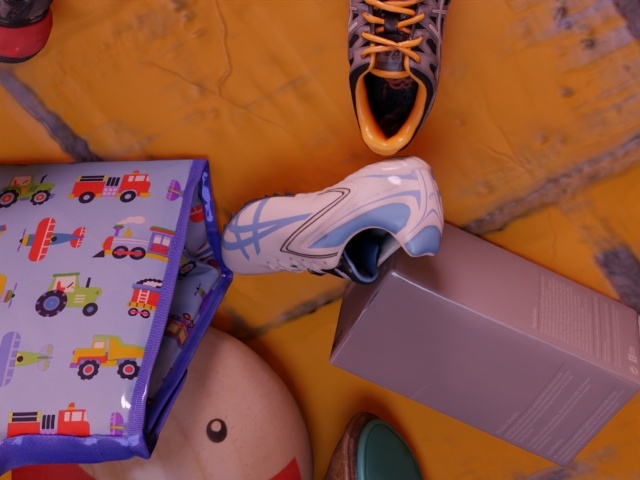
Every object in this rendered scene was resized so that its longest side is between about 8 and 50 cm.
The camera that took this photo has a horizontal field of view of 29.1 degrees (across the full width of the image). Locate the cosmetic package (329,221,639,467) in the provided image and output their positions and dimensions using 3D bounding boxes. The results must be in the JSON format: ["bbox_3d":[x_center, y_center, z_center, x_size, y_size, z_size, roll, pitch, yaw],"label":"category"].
[{"bbox_3d":[0.140,0.082,1.048,0.238,0.107,0.127,28,128,-8],"label":"cosmetic package"}]

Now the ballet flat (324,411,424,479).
[{"bbox_3d":[0.066,0.302,1.249,0.124,0.116,0.342,-3,134,38],"label":"ballet flat"}]

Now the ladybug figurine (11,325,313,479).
[{"bbox_3d":[-0.167,0.272,1.218,0.305,0.162,0.449,12,130,1],"label":"ladybug figurine"}]

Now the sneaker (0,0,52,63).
[{"bbox_3d":[-0.300,-0.242,0.872,0.276,0.098,0.135,29,128,-15],"label":"sneaker"}]

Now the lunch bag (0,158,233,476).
[{"bbox_3d":[-0.214,0.070,0.979,0.220,0.293,0.138,-1,128,12],"label":"lunch bag"}]

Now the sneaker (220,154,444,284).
[{"bbox_3d":[0.000,0.000,0.984,0.085,0.086,0.237,8,162,-41],"label":"sneaker"}]

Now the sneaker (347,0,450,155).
[{"bbox_3d":[0.056,-0.157,0.882,0.084,0.083,0.215,2,128,11],"label":"sneaker"}]
